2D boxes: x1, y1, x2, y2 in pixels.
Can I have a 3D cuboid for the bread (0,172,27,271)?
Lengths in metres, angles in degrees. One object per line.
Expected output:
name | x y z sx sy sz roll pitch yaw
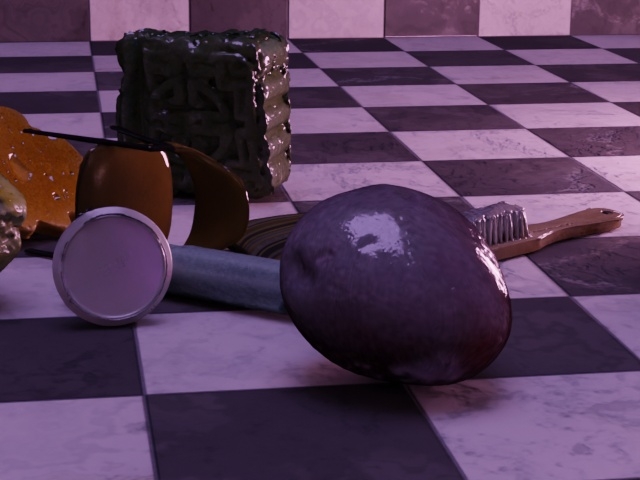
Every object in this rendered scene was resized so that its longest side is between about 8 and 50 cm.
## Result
bread | -0.447 -0.018 1.702 0.257 0.186 0.124 12 2 24

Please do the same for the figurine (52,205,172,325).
figurine | -0.238 0.022 1.690 0.132 0.132 0.153 -3 4 -14

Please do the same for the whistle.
whistle | -0.069 0.047 1.688 0.312 0.062 0.062 9 17 28

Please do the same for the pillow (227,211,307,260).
pillow | 0.000 0.000 1.883 0.208 0.052 0.212 -9 15 -23

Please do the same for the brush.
brush | 0.275 -0.023 1.967 0.327 0.065 0.070 -11 16 -39

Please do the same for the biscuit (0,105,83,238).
biscuit | -0.389 -0.072 1.988 0.041 0.212 0.238 -42 1 35

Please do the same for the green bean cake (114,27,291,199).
green bean cake | -0.173 -0.185 2.205 0.255 0.241 0.132 5 20 16

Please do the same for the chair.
chair | -0.228 -0.049 1.855 0.172 0.159 0.247 -9 17 -39

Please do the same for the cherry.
cherry | 0.069 0.042 1.469 0.213 0.184 0.266 -10 28 -41
